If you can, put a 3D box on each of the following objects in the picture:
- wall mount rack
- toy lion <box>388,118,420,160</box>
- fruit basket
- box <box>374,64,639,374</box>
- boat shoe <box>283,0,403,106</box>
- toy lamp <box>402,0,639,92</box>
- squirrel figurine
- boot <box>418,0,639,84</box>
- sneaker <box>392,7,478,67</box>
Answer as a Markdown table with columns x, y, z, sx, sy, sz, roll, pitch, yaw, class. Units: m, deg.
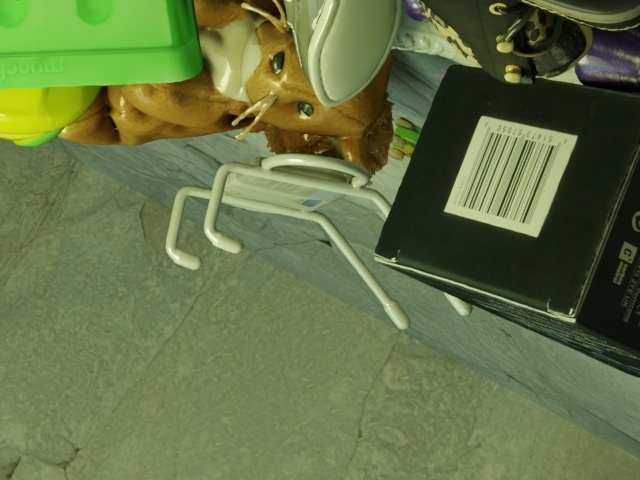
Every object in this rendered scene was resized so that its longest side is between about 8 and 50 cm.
| x | y | z | sx | sy | sz | roll | pitch | yaw | class |
| --- | --- | --- | --- | --- | --- | --- | --- | --- | --- |
| 0.000 | 0.000 | 2.112 | 0.304 | 0.130 | 0.350 | 13 | 171 | -15 | wall mount rack |
| 0.136 | -0.115 | 2.490 | 0.096 | 0.034 | 0.100 | 24 | 169 | 7 | toy lion |
| -0.307 | -0.207 | 1.919 | 0.392 | 0.392 | 0.283 | 38 | -158 | -30 | fruit basket |
| 0.308 | 0.012 | 1.828 | 0.395 | 0.212 | 0.293 | 23 | 176 | -36 | box |
| 0.012 | -0.254 | 1.802 | 0.091 | 0.109 | 0.305 | 44 | 153 | 29 | boat shoe |
| 0.198 | -0.199 | 1.752 | 0.274 | 0.080 | 0.080 | 26 | 168 | 36 | toy lamp |
| -0.051 | -0.198 | 2.169 | 0.370 | 0.281 | 0.397 | 11 | 175 | 35 | squirrel figurine |
| 0.158 | -0.226 | 1.534 | 0.377 | 0.138 | 0.284 | 33 | 172 | 35 | boot |
| 0.082 | -0.226 | 1.932 | 0.228 | 0.092 | 0.087 | 32 | 169 | -4 | sneaker |
